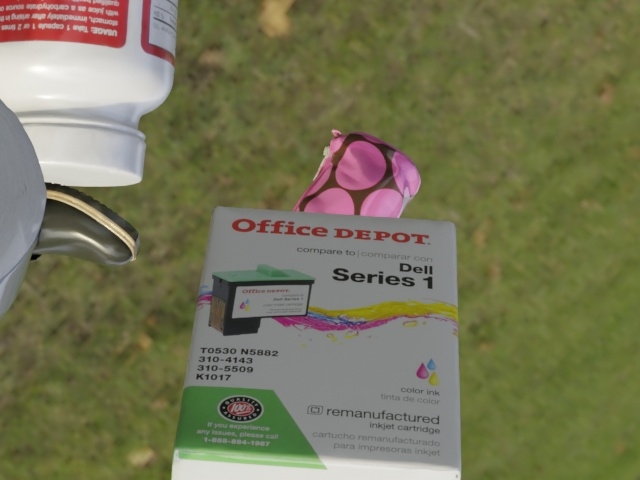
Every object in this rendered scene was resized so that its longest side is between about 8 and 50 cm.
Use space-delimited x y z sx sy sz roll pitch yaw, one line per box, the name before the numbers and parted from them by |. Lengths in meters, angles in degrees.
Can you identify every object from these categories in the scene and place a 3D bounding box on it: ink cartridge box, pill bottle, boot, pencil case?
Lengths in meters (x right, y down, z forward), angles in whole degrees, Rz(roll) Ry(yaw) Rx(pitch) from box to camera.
ink cartridge box | 0.001 0.104 1.326 0.278 0.201 0.117 -86 180 -51
pill bottle | -0.273 -0.272 1.957 0.229 0.229 0.407 23 69 -71
boot | -0.263 0.016 1.453 0.077 0.198 0.137 91 20 -56
pencil case | 0.000 0.000 1.604 0.209 0.098 0.095 -55 177 -16

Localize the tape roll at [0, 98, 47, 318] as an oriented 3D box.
tape roll | -0.297 -0.025 1.170 0.219 0.219 0.072 -36 165 -37
